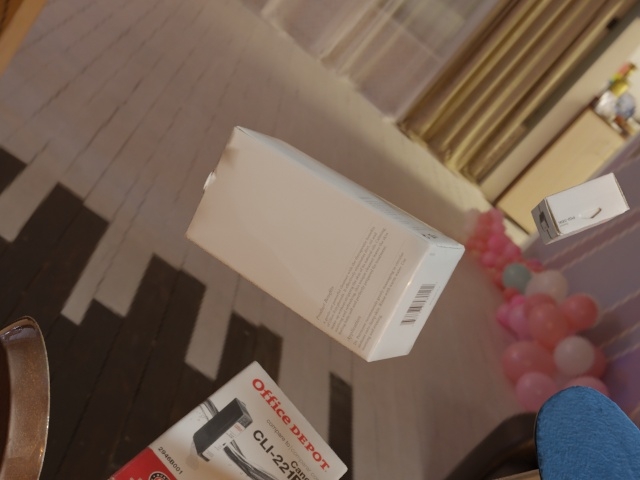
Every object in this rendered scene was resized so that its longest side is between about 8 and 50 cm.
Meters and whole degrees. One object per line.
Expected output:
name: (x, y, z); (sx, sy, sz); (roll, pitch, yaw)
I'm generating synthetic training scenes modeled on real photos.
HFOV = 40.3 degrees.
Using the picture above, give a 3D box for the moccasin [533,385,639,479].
moccasin: (0.305, 0.312, 0.855); (0.117, 0.137, 0.342); (49, 18, -69)

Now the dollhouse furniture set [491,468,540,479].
dollhouse furniture set: (0.332, 0.471, 1.111); (0.356, 0.173, 0.303); (-109, -171, -56)

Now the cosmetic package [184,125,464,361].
cosmetic package: (0.000, 0.000, 1.302); (0.365, 0.197, 0.155); (34, 13, 25)

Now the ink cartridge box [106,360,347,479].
ink cartridge box: (-0.125, 0.313, 1.112); (0.197, 0.114, 0.273); (49, 43, 6)

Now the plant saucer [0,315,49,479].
plant saucer: (-0.272, 0.148, 0.749); (0.029, 0.168, 0.168); (8, 35, -34)

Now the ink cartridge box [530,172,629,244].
ink cartridge box: (0.352, -0.042, 1.197); (0.135, 0.099, 0.056); (48, 22, -82)
